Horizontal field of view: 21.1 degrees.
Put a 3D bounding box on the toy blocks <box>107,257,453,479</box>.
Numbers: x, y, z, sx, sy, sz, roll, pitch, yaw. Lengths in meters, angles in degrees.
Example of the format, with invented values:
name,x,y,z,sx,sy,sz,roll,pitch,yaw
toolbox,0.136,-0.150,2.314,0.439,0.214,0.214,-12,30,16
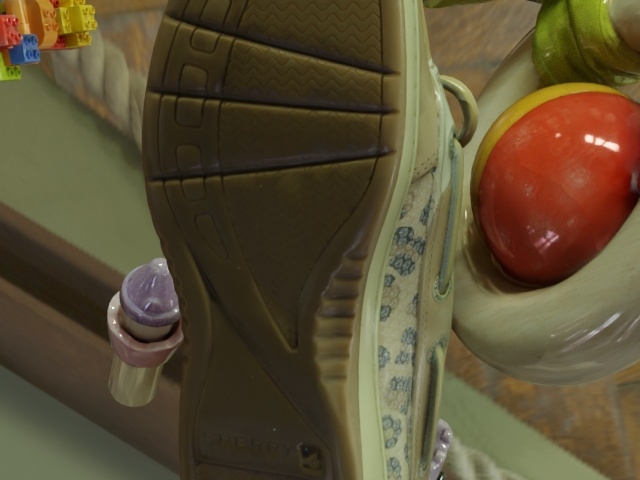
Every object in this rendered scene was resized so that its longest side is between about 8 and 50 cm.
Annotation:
name,x,y,z,sx,sy,sz,roll,pitch,yaw
toy blocks,-0.051,0.173,1.281,0.309,0.260,0.288,21,54,1

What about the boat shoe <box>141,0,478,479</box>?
name,x,y,z,sx,sy,sz,roll,pitch,yaw
boat shoe,0.000,0.000,0.632,0.104,0.089,0.285,14,110,28

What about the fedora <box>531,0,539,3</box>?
name,x,y,z,sx,sy,sz,roll,pitch,yaw
fedora,0.149,-0.307,1.129,0.334,0.152,0.334,-1,95,-6

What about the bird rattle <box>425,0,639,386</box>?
name,x,y,z,sx,sy,sz,roll,pitch,yaw
bird rattle,0.122,-0.037,0.628,0.143,0.253,0.207,20,110,-35

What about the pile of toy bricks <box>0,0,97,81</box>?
name,x,y,z,sx,sy,sz,roll,pitch,yaw
pile of toy bricks,-0.162,-0.150,0.947,0.105,0.212,0.118,-7,95,21
